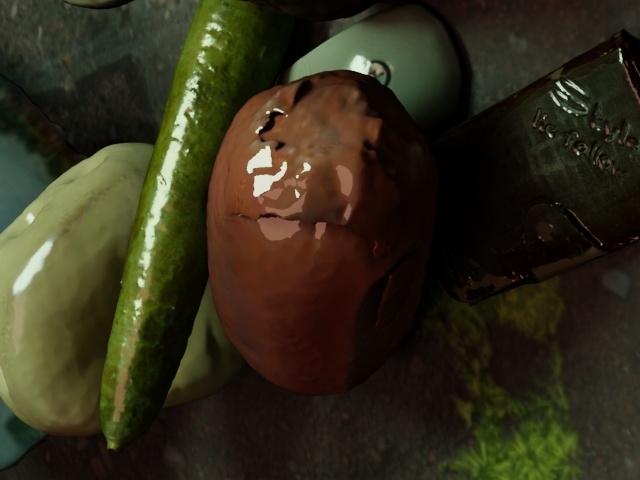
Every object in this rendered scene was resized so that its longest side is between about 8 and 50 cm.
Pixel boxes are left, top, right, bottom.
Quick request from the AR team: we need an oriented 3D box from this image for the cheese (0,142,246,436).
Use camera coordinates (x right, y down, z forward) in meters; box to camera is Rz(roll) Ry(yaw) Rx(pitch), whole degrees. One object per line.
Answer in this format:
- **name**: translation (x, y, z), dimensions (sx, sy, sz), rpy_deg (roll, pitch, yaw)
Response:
- **cheese**: translation (-0.146, 0.045, 1.388), dimensions (0.235, 0.218, 0.117), rpy_deg (-66, 26, 0)

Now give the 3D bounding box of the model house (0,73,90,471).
- **model house**: translation (-0.350, -0.023, 1.547), dimensions (0.360, 0.297, 0.339), rpy_deg (46, 178, -27)

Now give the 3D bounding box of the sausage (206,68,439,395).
- **sausage**: translation (0.000, 0.000, 1.226), dimensions (0.152, 0.152, 0.280), rpy_deg (50, 158, 22)

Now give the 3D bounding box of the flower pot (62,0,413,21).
- **flower pot**: translation (-0.053, -0.258, 1.140), dimensions (0.266, 0.267, 0.267), rpy_deg (17, 115, 41)

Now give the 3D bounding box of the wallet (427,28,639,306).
- **wallet**: translation (0.143, -0.039, 1.184), dimensions (0.232, 0.031, 0.122), rpy_deg (-28, 84, 48)

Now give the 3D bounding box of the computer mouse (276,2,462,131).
- **computer mouse**: translation (0.019, -0.101, 1.276), dimensions (0.181, 0.056, 0.089), rpy_deg (-25, 80, 48)

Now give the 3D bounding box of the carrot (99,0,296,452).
- **carrot**: translation (-0.096, -0.024, 1.302), dimensions (0.074, 0.074, 0.359), rpy_deg (14, 85, 43)
